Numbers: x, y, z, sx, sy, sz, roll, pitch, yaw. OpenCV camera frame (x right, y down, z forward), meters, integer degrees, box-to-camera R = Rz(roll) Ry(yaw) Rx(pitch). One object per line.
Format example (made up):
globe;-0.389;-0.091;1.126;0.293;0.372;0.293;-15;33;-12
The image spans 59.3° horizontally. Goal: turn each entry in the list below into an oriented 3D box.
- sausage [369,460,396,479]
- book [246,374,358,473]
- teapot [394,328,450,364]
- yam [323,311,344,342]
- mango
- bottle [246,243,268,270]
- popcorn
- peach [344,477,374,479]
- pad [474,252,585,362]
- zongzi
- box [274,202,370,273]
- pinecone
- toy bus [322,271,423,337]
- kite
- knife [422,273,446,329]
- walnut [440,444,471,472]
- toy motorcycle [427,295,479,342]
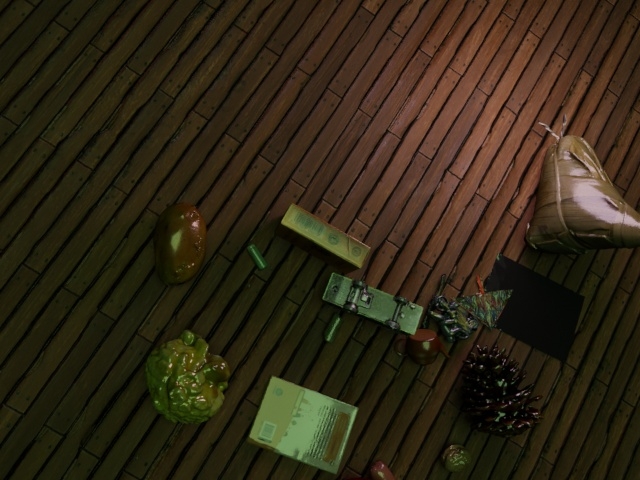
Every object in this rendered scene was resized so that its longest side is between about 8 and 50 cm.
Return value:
sausage;0.205;0.744;1.704;0.062;0.062;0.154;-33;90;-15
book;-0.051;0.556;1.700;0.295;0.020;0.208;23;77;-8
teapot;0.321;0.347;1.779;0.173;0.116;0.116;-2;80;14
yam;0.041;0.273;1.755;0.043;0.043;0.094;32;77;-6
mango;-0.421;0.009;1.655;0.155;0.151;0.249;6;85;20
bottle;-0.196;0.051;1.745;0.030;0.030;0.083;-32;88;-15
popcorn;-0.370;0.375;1.572;0.236;0.206;0.252;12;60;6
peach;0.128;0.807;1.605;0.243;0.199;0.244;2;99;14
pad;0.724;0.231;1.931;0.367;0.007;0.248;26;77;-7
zongzi;0.922;-0.196;1.814;0.218;0.466;0.500;23;75;-30
box;0.000;0.000;1.722;0.274;0.174;0.076;29;77;-5
pinecone;0.545;0.462;1.740;0.246;0.246;0.292;-14;73;-14
toy bus;0.156;0.200;1.748;0.301;0.139;0.113;22;77;0
kite;0.548;0.207;1.888;0.232;0.009;0.189;-9;83;-13
knife;0.369;0.210;1.846;0.045;0.021;0.222;22;79;-24
walnut;0.424;0.679;1.754;0.096;0.079;0.083;-15;86;-14
toy motorcycle;0.429;0.268;1.829;0.193;0.061;0.124;33;70;-16
